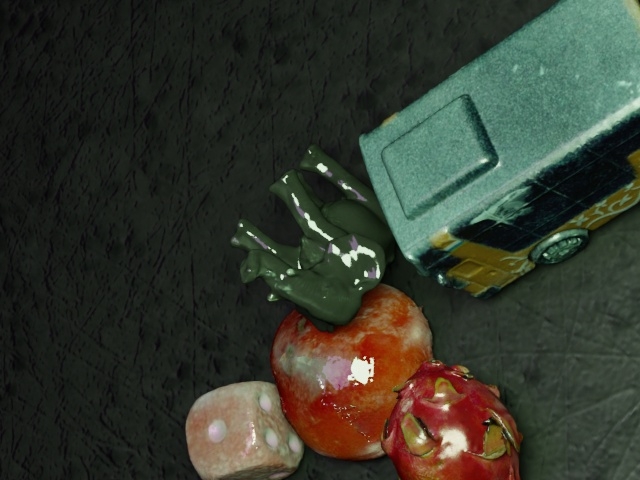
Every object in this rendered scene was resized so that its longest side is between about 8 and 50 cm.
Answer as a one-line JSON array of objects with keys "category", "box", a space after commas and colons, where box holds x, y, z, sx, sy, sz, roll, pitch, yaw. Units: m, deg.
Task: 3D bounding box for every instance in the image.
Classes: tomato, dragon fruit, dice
[{"category": "tomato", "box": [0.021, 0.122, 1.635, 0.173, 0.099, 0.189, -17, 67, 33]}, {"category": "dragon fruit", "box": [0.124, 0.196, 1.527, 0.133, 0.136, 0.166, -40, 77, 10]}, {"category": "dice", "box": [-0.078, 0.202, 1.690, 0.094, 0.091, 0.093, -23, 65, 30]}]

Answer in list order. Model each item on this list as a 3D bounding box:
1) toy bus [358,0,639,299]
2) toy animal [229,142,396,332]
[{"category": "toy bus", "box": [0.210, -0.093, 1.496, 0.323, 0.194, 0.162, -33, 62, 24]}, {"category": "toy animal", "box": [0.002, -0.002, 1.607, 0.146, 0.245, 0.114, 43, 135, 0]}]
